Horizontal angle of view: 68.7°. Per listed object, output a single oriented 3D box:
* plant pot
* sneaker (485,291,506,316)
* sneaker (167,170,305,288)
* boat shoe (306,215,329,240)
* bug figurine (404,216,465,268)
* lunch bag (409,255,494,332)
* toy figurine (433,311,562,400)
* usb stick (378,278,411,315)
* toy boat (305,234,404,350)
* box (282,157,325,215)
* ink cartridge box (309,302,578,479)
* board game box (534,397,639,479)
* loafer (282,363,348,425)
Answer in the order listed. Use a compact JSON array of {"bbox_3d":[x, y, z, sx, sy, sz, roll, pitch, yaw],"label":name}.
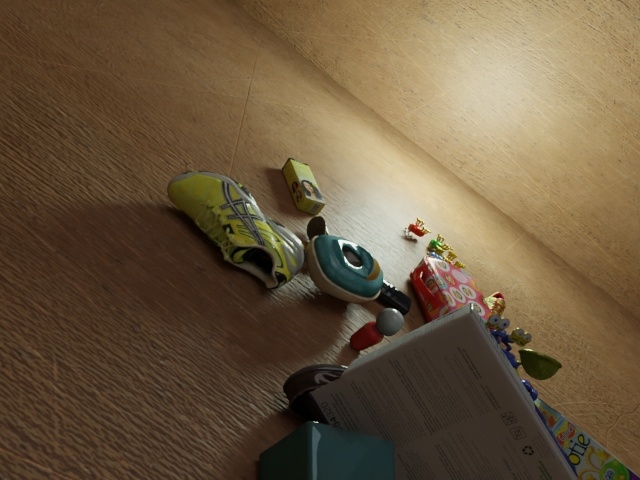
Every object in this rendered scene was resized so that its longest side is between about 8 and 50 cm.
[{"bbox_3d":[0.010,0.429,0.697,0.166,0.165,0.234,23,41,-24],"label":"plant pot"},{"bbox_3d":[0.628,0.251,1.701,0.081,0.094,0.208,39,30,-1],"label":"sneaker"},{"bbox_3d":[-0.207,-0.032,1.132,0.385,0.145,0.147,34,28,-4],"label":"sneaker"},{"bbox_3d":[0.000,0.000,1.410,0.060,0.064,0.178,62,11,-45],"label":"boat shoe"},{"bbox_3d":[0.448,0.033,1.839,0.216,0.072,0.279,27,25,-30],"label":"bug figurine"},{"bbox_3d":[0.416,0.186,1.531,0.258,0.120,0.293,22,33,-26],"label":"lunch bag"},{"bbox_3d":[0.451,0.353,1.198,0.363,0.191,0.217,32,58,-27],"label":"toy figurine"},{"bbox_3d":[0.156,0.126,1.399,0.278,0.045,0.077,36,33,-7],"label":"usb stick"},{"bbox_3d":[0.103,0.119,1.209,0.268,0.148,0.318,18,42,-45],"label":"toy boat"},{"bbox_3d":[-0.060,-0.189,1.610,0.087,0.058,0.232,15,35,-35],"label":"box"},{"bbox_3d":[0.200,0.322,0.810,0.324,0.330,0.071,59,21,0],"label":"ink cartridge box"},{"bbox_3d":[0.638,0.554,1.177,0.275,0.142,0.144,39,0,1],"label":"board game box"},{"bbox_3d":[0.091,0.363,0.898,0.366,0.133,0.130,31,29,-12],"label":"loafer"}]
